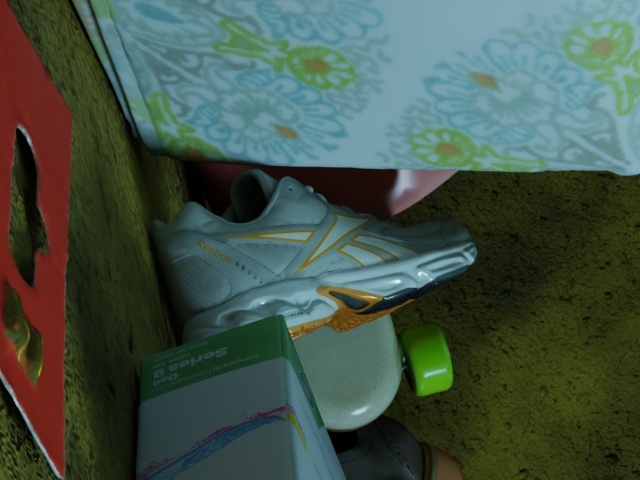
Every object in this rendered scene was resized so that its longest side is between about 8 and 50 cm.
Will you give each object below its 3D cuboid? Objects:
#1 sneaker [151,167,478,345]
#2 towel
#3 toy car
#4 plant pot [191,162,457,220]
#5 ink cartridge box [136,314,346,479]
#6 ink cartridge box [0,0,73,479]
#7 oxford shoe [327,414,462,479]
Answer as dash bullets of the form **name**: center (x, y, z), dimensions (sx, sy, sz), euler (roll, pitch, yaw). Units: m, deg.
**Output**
- **sneaker**: center (0.000, 0.000, 1.280), dimensions (0.262, 0.099, 0.121), euler (-14, 78, -45)
- **towel**: center (0.019, -0.165, 1.140), dimensions (0.320, 0.374, 0.090), euler (69, 28, -53)
- **toy car**: center (0.001, 0.082, 1.456), dimensions (0.188, 0.155, 0.149), euler (110, -35, -76)
- **plant pot**: center (-0.020, -0.173, 1.465), dimensions (0.243, 0.275, 0.275), euler (58, 13, -36)
- **ink cartridge box**: center (-0.031, 0.163, 0.988), dimensions (0.212, 0.093, 0.154), euler (-102, 173, -62)
- **ink cartridge box**: center (-0.139, -0.143, 0.782), dimensions (0.308, 0.091, 0.385), euler (-100, 171, -56)
- **oxford shoe**: center (0.017, 0.245, 1.383), dimensions (0.132, 0.130, 0.364), euler (39, 22, -13)
